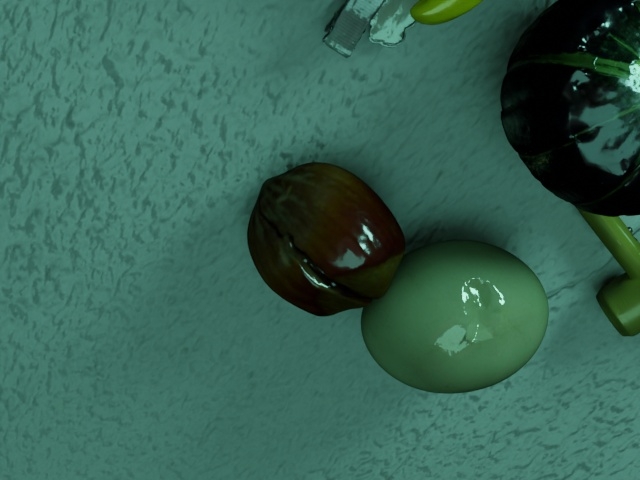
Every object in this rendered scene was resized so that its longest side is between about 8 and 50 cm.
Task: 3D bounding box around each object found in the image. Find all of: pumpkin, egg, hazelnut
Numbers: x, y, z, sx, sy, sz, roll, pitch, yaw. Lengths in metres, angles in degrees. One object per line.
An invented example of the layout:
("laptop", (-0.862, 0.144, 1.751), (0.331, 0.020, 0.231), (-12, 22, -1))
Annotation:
("pumpkin", (0.363, -0.175, 1.132), (0.295, 0.296, 0.296), (-1, 121, -2))
("egg", (0.192, 0.107, 1.279), (0.269, 0.219, 0.219), (-11, 122, -17))
("hazelnut", (-0.001, 0.001, 1.230), (0.180, 0.181, 0.212), (25, 127, -32))

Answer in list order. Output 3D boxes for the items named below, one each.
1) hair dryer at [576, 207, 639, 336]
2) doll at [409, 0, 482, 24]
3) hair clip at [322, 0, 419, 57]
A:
("hair dryer", (0.432, 0.013, 1.324), (0.135, 0.090, 0.279), (-36, 110, 19))
("doll", (0.128, -0.379, 1.021), (0.252, 0.111, 0.237), (-40, 112, -6))
("hair clip", (0.082, -0.329, 1.112), (0.140, 0.054, 0.220), (31, 111, -15))
